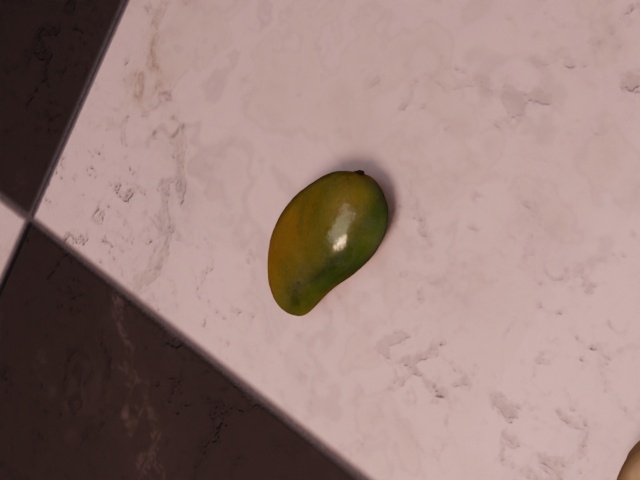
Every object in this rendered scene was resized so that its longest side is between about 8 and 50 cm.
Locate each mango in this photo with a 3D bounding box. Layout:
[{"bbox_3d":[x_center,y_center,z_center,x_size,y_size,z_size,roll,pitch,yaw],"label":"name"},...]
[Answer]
[{"bbox_3d":[0.000,-0.004,1.041,0.191,0.086,0.122,-41,69,20],"label":"mango"}]

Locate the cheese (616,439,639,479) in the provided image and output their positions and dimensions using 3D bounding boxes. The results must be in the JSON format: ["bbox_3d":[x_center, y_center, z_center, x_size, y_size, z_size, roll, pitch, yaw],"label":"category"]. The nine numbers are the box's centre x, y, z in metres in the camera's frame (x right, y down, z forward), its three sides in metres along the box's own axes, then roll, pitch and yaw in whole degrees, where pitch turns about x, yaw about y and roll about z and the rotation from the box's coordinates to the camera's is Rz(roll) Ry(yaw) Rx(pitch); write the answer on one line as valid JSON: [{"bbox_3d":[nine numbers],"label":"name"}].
[{"bbox_3d":[0.348,0.288,0.784,0.218,0.117,0.235,-44,62,21],"label":"cheese"}]
